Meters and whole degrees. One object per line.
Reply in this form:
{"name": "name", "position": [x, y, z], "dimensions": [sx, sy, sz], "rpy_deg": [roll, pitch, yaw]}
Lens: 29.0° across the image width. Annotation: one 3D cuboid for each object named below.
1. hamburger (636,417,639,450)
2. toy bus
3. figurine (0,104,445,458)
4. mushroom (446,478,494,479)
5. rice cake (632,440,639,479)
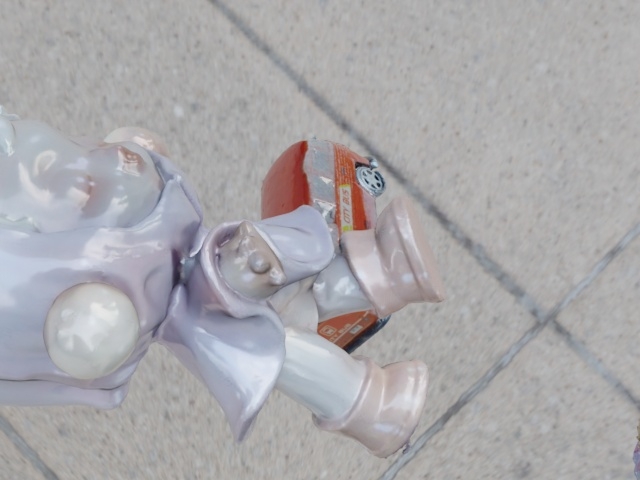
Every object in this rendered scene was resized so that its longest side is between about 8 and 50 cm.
{"name": "hamburger", "position": [0.395, 0.207, 1.217], "dimensions": [0.118, 0.191, 0.181], "rpy_deg": [-29, 107, -26]}
{"name": "toy bus", "position": [0.000, 0.000, 0.874], "dimensions": [0.077, 0.079, 0.174], "rpy_deg": [25, 40, -27]}
{"name": "figurine", "position": [-0.081, 0.021, 0.563], "dimensions": [0.276, 0.133, 0.200], "rpy_deg": [13, 27, -8]}
{"name": "mushroom", "position": [0.085, 0.251, 0.604], "dimensions": [0.260, 0.234, 0.253], "rpy_deg": [-10, 115, 5]}
{"name": "rice cake", "position": [0.463, 0.216, 1.332], "dimensions": [0.081, 0.290, 0.051], "rpy_deg": [-40, 104, -44]}
